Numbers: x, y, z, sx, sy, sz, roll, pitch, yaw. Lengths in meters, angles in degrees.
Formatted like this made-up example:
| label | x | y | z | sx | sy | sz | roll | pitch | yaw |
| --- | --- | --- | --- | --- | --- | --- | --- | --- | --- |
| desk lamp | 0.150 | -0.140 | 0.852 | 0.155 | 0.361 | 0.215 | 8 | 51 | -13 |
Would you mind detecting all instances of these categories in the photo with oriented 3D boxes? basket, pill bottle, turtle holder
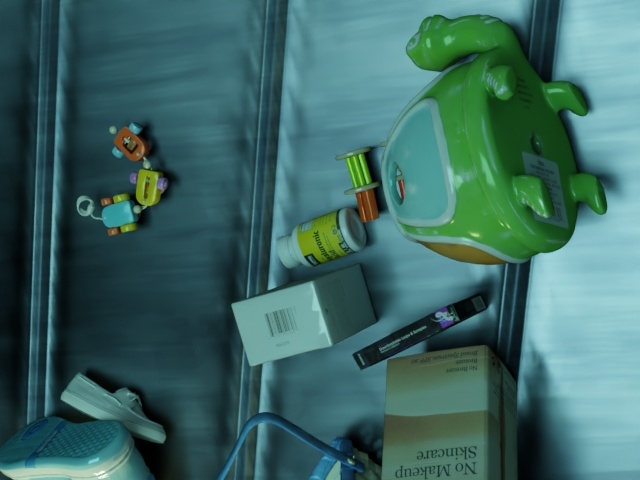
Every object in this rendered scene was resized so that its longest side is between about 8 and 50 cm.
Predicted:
| label | x | y | z | sx | sy | sz | roll | pitch | yaw |
| --- | --- | --- | --- | --- | --- | --- | --- | --- | --- |
| basket | -0.025 | 0.393 | 1.718 | 0.289 | 0.201 | 0.255 | 27 | 110 | -15 |
| pill bottle | 0.000 | 0.000 | 1.737 | 0.116 | 0.065 | 0.065 | -20 | 90 | 26 |
| turtle holder | 0.185 | -0.121 | 1.539 | 0.227 | 0.243 | 0.320 | -20 | 100 | 36 |

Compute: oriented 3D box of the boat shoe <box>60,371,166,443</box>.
| label | x | y | z | sx | sy | sz | roll | pitch | yaw |
| --- | --- | --- | --- | --- | --- | --- | --- | --- | --- |
| boat shoe | -0.312 | 0.257 | 1.921 | 0.184 | 0.066 | 0.063 | 19 | 74 | 25 |

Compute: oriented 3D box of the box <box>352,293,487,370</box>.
| label | x | y | z | sx | sy | sz | roll | pitch | yaw |
| --- | --- | --- | --- | --- | --- | --- | --- | --- | --- |
| box | 0.134 | 0.122 | 1.669 | 0.162 | 0.116 | 0.029 | -28 | 83 | 26 |

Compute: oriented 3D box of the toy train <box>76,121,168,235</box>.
| label | x | y | z | sx | sy | sz | roll | pitch | yaw |
| --- | --- | --- | --- | --- | --- | --- | --- | --- | --- |
| toy train | -0.289 | -0.089 | 1.864 | 0.125 | 0.046 | 0.166 | 40 | 108 | 15 |

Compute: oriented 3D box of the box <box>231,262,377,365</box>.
| label | x | y | z | sx | sy | sz | roll | pitch | yaw |
| --- | --- | --- | --- | --- | --- | --- | --- | --- | --- |
| box | -0.019 | 0.100 | 1.703 | 0.130 | 0.170 | 0.091 | -17 | 90 | 25 |

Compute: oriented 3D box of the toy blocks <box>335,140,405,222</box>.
| label | x | y | z | sx | sy | sz | roll | pitch | yaw |
| --- | --- | --- | --- | --- | --- | --- | --- | --- | --- |
| toy blocks | 0.095 | -0.060 | 1.692 | 0.123 | 0.054 | 0.148 | -16 | 92 | 24 |

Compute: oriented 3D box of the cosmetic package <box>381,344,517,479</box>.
| label | x | y | z | sx | sy | sz | roll | pitch | yaw |
| --- | --- | --- | --- | --- | --- | --- | --- | --- | --- |
| cosmetic package | 0.166 | 0.299 | 1.593 | 0.153 | 0.129 | 0.296 | -12 | 56 | 23 |

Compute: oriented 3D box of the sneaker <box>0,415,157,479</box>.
| label | x | y | z | sx | sy | sz | roll | pitch | yaw |
| --- | --- | --- | --- | --- | --- | --- | --- | --- | --- |
| sneaker | -0.367 | 0.386 | 1.932 | 0.319 | 0.127 | 0.208 | -5 | 124 | 47 |
